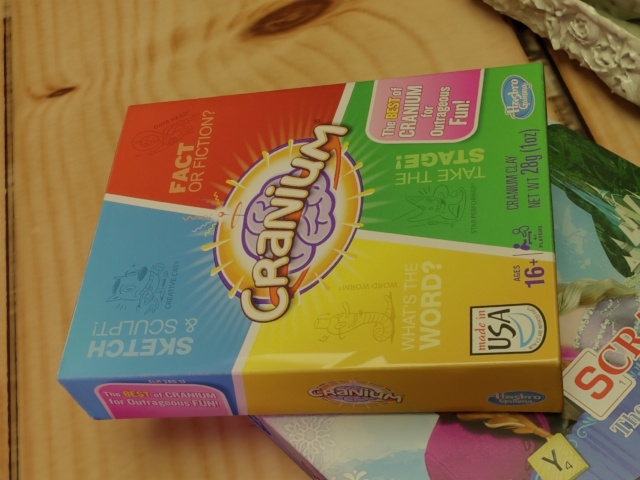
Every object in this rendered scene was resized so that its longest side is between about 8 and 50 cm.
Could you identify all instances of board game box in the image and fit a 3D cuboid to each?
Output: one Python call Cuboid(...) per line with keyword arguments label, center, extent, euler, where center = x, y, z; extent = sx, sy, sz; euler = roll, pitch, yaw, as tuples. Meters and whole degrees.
Cuboid(label="board game box", center=(0.117, 0.061, 0.685), extent=(0.318, 0.066, 0.318), euler=(-43, 56, -16))
Cuboid(label="board game box", center=(0.000, 0.000, 0.678), extent=(0.316, 0.064, 0.242), euler=(-4, 54, 13))

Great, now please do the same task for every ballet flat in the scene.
Cuboid(label="ballet flat", center=(0.257, -0.200, 0.796), extent=(0.147, 0.147, 0.409), euler=(-43, 56, -16))

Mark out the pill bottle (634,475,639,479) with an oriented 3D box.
Cuboid(label="pill bottle", center=(0.182, 0.209, 0.399), extent=(0.407, 0.229, 0.229), euler=(-30, 52, -20))
